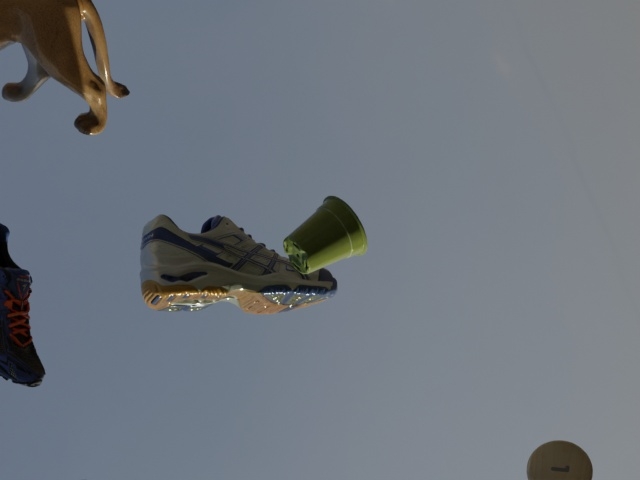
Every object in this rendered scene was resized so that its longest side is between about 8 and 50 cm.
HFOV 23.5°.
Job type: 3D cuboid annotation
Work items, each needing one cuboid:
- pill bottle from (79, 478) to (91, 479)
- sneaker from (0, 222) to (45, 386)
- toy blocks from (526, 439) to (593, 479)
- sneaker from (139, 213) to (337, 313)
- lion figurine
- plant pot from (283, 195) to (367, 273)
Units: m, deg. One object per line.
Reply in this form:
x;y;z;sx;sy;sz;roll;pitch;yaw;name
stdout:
-0.310;0.473;1.760;0.204;0.361;0.204;37;176;3;pill bottle
-0.372;0.071;1.788;0.221;0.087;0.083;61;-165;17;sneaker
0.223;0.240;1.263;0.123;0.054;0.148;38;159;27;toy blocks
-0.105;0.025;2.083;0.296;0.112;0.131;6;-114;-35;sneaker
-0.378;-0.231;1.639;0.392;0.240;0.142;-10;-141;-28;lion figurine
0.000;0.000;1.853;0.079;0.083;0.083;-31;-83;-26;plant pot
